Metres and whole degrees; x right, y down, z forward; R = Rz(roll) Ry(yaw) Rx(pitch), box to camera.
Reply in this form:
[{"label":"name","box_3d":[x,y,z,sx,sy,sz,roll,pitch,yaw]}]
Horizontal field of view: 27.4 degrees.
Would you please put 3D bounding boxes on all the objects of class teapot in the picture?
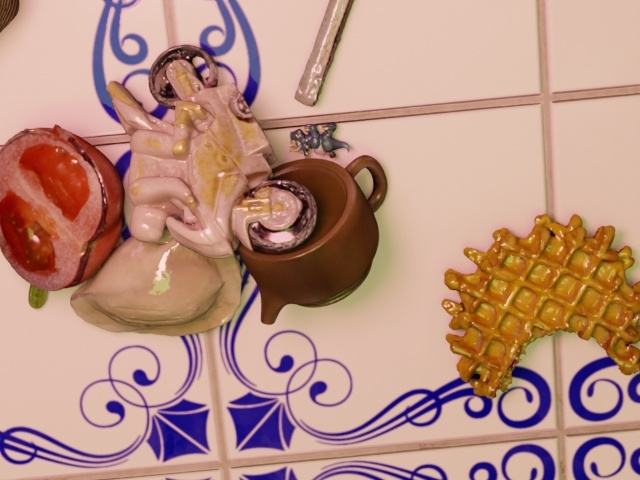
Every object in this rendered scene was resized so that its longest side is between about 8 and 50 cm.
[{"label":"teapot","box_3d":[0.000,0.000,1.774,0.268,0.185,0.175,-46,139,-17]}]

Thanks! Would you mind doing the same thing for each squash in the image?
[{"label":"squash","box_3d":[-0.393,0.054,1.845,0.027,0.027,0.089,13,103,-5]}]

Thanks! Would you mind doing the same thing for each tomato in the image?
[{"label":"tomato","box_3d":[-0.342,-0.054,1.768,0.199,0.112,0.228,43,121,14]}]

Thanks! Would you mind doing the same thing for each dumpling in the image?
[{"label":"dumpling","box_3d":[-0.216,0.073,1.810,0.252,0.131,0.179,-29,131,16]}]

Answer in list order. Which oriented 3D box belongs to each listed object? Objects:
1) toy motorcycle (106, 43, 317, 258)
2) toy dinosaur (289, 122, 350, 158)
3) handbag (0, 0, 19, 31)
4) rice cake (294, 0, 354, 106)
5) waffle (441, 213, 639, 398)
[{"label":"toy motorcycle","box_3d":[-0.165,-0.094,1.704,0.223,0.108,0.341,-32,68,-1]},{"label":"toy dinosaur","box_3d":[-0.002,-0.135,1.797,0.083,0.030,0.047,-3,107,0]},{"label":"handbag","box_3d":[-0.549,-0.362,1.582,0.247,0.240,0.341,-28,90,6]},{"label":"rice cake","box_3d":[0.014,-0.279,1.756,0.033,0.033,0.208,22,103,3]},{"label":"waffle","box_3d":[0.317,0.093,1.850,0.293,0.069,0.260,-14,107,1]}]
